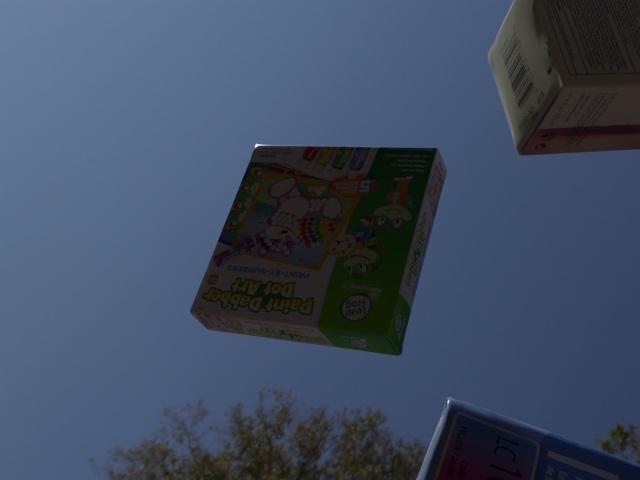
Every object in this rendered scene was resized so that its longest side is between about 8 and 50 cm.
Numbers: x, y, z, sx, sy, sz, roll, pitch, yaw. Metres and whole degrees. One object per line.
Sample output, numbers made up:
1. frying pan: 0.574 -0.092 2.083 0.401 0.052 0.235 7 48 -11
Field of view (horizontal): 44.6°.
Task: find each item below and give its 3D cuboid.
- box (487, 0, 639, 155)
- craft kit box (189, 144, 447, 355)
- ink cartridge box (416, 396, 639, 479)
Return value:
1. box: 0.323 -0.189 0.846 0.127 0.232 0.149 107 -23 -61
2. craft kit box: 0.000 0.000 0.915 0.249 0.247 0.061 4 -28 26
3. ink cartridge box: 0.233 0.294 0.523 0.395 0.151 0.270 20 -40 14
